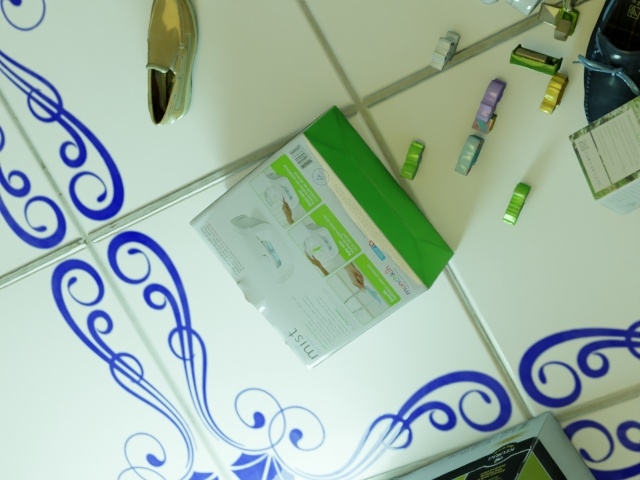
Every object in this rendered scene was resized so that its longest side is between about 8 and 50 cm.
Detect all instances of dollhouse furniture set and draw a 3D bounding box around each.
[{"bbox_3d":[0.277,-0.279,1.896,0.058,0.076,0.152,20,119,14],"label":"dollhouse furniture set"}]

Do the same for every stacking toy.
[{"bbox_3d":[0.202,-0.140,2.003,0.167,0.052,0.221,24,120,13],"label":"stacking toy"}]

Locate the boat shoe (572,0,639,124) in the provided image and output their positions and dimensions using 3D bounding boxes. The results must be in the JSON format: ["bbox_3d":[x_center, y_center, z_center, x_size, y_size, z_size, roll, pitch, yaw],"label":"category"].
[{"bbox_3d":[0.354,-0.238,1.869,0.109,0.089,0.258,13,120,16],"label":"boat shoe"}]

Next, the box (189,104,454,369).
[{"bbox_3d":[0.000,0.000,2.108,0.231,0.127,0.262,-38,94,32],"label":"box"}]

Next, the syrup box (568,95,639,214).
[{"bbox_3d":[0.420,-0.129,1.841,0.237,0.096,0.093,-30,66,25],"label":"syrup box"}]

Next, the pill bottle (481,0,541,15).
[{"bbox_3d":[0.184,-0.361,1.876,0.215,0.117,0.117,37,121,5],"label":"pill bottle"}]

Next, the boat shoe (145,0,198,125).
[{"bbox_3d":[-0.205,-0.244,2.122,0.068,0.072,0.190,8,114,21],"label":"boat shoe"}]

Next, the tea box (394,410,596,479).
[{"bbox_3d":[0.193,0.441,2.100,0.329,0.323,0.220,-30,98,31],"label":"tea box"}]
